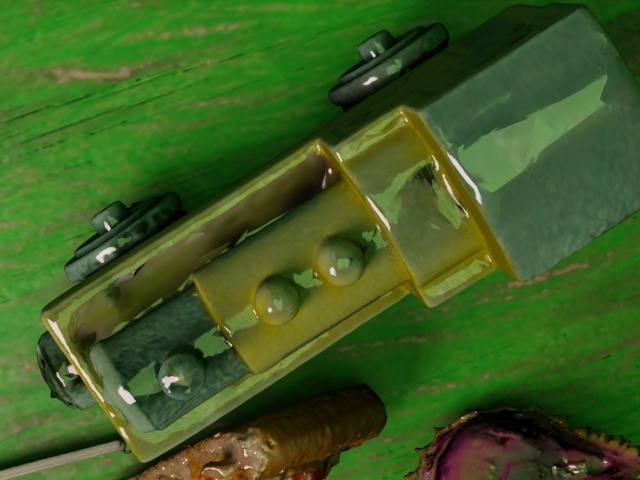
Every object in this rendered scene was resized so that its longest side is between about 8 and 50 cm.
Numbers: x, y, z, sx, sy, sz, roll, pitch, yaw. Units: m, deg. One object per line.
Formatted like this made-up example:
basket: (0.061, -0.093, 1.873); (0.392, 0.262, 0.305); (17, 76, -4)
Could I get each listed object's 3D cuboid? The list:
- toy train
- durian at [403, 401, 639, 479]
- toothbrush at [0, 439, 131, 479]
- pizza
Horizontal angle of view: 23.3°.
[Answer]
toy train: (0.000, 0.000, 0.894); (0.369, 0.237, 0.150); (-33, 102, -2)
durian: (0.121, 0.164, 1.016); (0.186, 0.119, 0.108); (-25, 62, -15)
toothbrush: (-0.265, 0.165, 0.987); (0.294, 0.026, 0.028); (-10, 83, -6)
pizza: (-0.057, 0.149, 0.966); (0.199, 0.188, 0.062); (-25, 80, 27)
